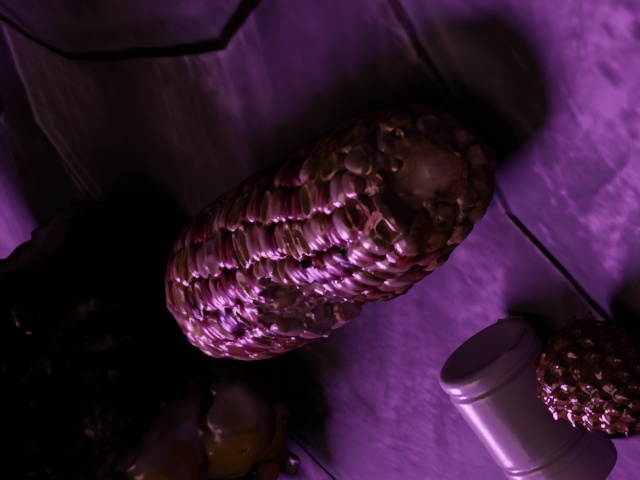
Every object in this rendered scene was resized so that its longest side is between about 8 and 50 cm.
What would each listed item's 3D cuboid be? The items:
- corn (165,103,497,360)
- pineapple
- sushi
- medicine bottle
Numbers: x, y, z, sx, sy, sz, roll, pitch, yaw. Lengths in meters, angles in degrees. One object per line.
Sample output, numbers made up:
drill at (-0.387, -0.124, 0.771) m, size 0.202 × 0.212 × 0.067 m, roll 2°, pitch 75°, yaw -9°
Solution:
corn at (0.000, 0.000, 0.957) m, size 0.098 × 0.098 × 0.290 m, roll 50°, pitch 154°, yaw -7°
pineapple at (0.159, 0.073, 0.855) m, size 0.124 × 0.058 × 0.058 m, roll 18°, pitch 143°, yaw 46°
sushi at (-0.196, 0.166, 1.258) m, size 0.285 × 0.329 × 0.328 m, roll 55°, pitch 150°, yaw -5°
medicine bottle at (0.106, 0.089, 0.962) m, size 0.089 × 0.057 × 0.057 m, roll 54°, pitch 155°, yaw -14°
